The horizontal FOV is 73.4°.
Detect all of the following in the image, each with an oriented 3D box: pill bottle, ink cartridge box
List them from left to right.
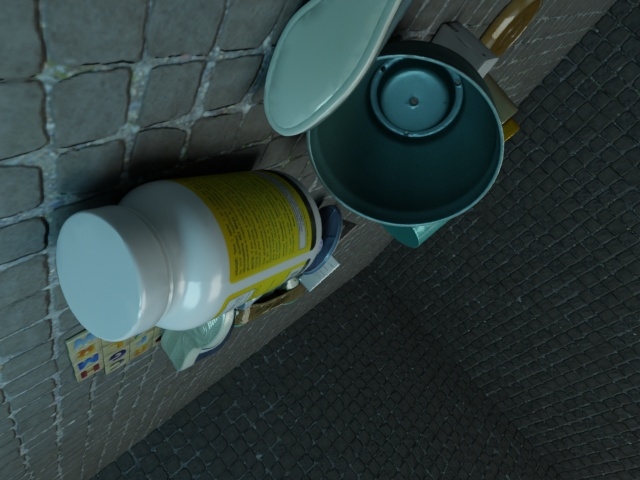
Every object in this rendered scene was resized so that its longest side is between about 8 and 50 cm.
[{"bbox_3d":[-0.153,0.006,0.585,0.188,0.188,0.333,-48,167,28],"label":"pill bottle"},{"bbox_3d":[0.022,0.038,1.391,0.239,0.060,0.275,-41,-170,-1],"label":"ink cartridge box"}]

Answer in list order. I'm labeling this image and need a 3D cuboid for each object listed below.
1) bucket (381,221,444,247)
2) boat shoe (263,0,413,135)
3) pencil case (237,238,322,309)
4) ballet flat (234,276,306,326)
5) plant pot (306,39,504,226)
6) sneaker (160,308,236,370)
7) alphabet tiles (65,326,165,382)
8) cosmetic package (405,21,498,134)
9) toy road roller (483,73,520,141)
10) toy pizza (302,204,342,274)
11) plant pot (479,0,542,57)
[{"bbox_3d":[0.299,-0.124,1.427,0.183,0.281,0.281,-42,169,-10],"label":"bucket"},{"bbox_3d":[0.049,-0.253,0.495,0.320,0.116,0.099,-53,161,25],"label":"boat shoe"},{"bbox_3d":[-0.121,0.049,1.027,0.273,0.114,0.124,-35,-153,-31],"label":"pencil case"},{"bbox_3d":[-0.155,0.148,1.338,0.342,0.116,0.124,-20,133,-45],"label":"ballet flat"},{"bbox_3d":[0.145,-0.196,0.709,0.293,0.292,0.196,-54,-171,47],"label":"plant pot"},{"bbox_3d":[-0.242,0.172,0.957,0.148,0.131,0.350,-27,170,-42],"label":"sneaker"},{"bbox_3d":[-0.371,0.176,0.896,0.285,0.011,0.343,-31,163,-37],"label":"alphabet tiles"},{"bbox_3d":[0.243,-0.318,0.902,0.085,0.117,0.231,-32,166,-43],"label":"cosmetic package"},{"bbox_3d":[0.342,-0.286,1.173,0.329,0.203,0.240,-40,-178,17],"label":"toy road roller"},{"bbox_3d":[0.000,0.000,1.149,0.201,0.032,0.202,-39,-143,38],"label":"toy pizza"},{"bbox_3d":[0.477,-0.535,1.092,0.236,0.032,0.236,-41,169,-10],"label":"plant pot"}]
